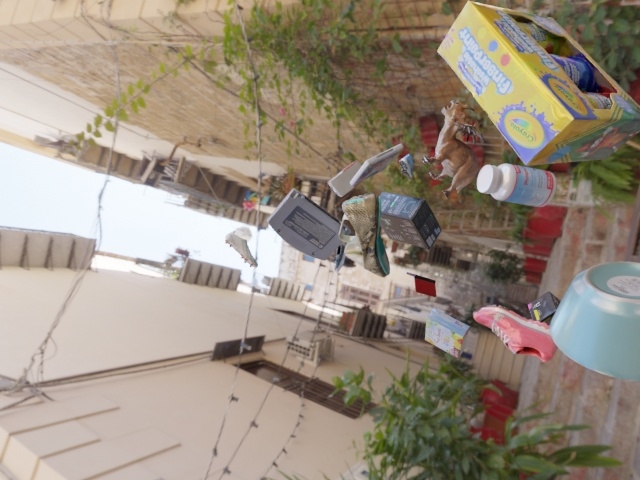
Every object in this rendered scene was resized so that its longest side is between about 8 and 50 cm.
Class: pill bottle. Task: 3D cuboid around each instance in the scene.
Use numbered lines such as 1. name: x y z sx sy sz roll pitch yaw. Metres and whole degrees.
1. pill bottle: 0.457 -0.132 1.028 0.087 0.160 0.087 -172 90 -79

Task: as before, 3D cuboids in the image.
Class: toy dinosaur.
1. toy dinosaur: 0.433 -0.260 1.364 0.295 0.200 0.127 52 -167 -31

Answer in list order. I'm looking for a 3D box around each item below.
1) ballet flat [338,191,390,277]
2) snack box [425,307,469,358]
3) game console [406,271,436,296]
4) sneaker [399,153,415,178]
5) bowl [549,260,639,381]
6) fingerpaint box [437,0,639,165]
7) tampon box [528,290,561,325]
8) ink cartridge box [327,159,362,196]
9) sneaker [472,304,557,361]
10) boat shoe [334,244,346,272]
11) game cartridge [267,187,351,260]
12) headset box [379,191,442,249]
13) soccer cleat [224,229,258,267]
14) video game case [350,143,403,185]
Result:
1. ballet flat: 0.166 -0.010 1.721 0.482 0.182 0.164 70 -162 -53
2. snack box: 0.561 0.415 1.958 0.070 0.175 0.207 -46 -33 -28
3. game console: 0.521 0.228 2.272 0.144 0.124 0.085 17 -91 -27
4. sneaker: 0.416 -0.345 2.038 0.073 0.063 0.162 -49 -25 -6
5. bowl: 0.708 0.158 1.016 0.311 0.312 0.163 -39 -54 -48
6. fingerpaint box: 0.594 -0.426 1.183 0.371 0.444 0.163 -8 -30 -30
7. tampon box: 0.887 0.297 1.652 0.101 0.161 0.120 -47 10 31
8. ink cartridge box: 0.153 -0.353 2.518 0.197 0.114 0.273 -38 7 3
9. sneaker: 0.695 0.336 1.587 0.136 0.314 0.116 -56 -39 -23
10. boat shoe: 0.078 0.076 1.865 0.049 0.040 0.142 -47 16 47
11. game cartridge: -0.052 -0.052 1.747 0.297 0.198 0.062 35 -154 -21
12. headset box: 0.415 -0.102 2.177 0.131 0.283 0.246 -54 -49 -16
13. soccer cleat: -0.334 0.037 1.914 0.076 0.196 0.068 -45 -1 -23
14. video game case: 0.228 -0.308 1.802 0.183 0.023 0.201 -29 -8 -22
